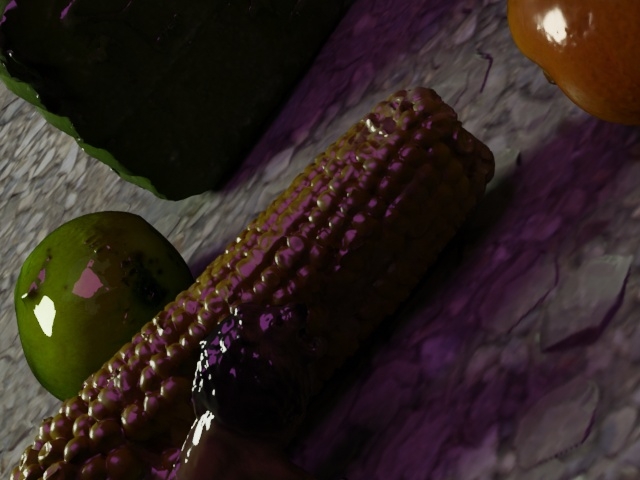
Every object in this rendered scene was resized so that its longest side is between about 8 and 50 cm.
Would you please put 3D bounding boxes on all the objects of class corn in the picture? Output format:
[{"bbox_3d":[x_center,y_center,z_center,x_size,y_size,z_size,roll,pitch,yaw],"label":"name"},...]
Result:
[{"bbox_3d":[-0.038,0.052,0.975,0.320,0.097,0.097,-46,25,7],"label":"corn"}]

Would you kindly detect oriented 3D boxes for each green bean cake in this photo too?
[{"bbox_3d":[-0.112,-0.156,1.257,0.214,0.200,0.113,-54,26,-9],"label":"green bean cake"}]

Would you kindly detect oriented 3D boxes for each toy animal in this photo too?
[{"bbox_3d":[-0.044,0.134,0.907,0.069,0.086,0.220,13,84,66],"label":"toy animal"}]

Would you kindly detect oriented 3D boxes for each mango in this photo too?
[{"bbox_3d":[0.185,-0.121,0.834,0.217,0.102,0.141,-28,12,39],"label":"mango"},{"bbox_3d":[-0.140,0.039,1.157,0.119,0.100,0.178,-58,18,-10],"label":"mango"}]
